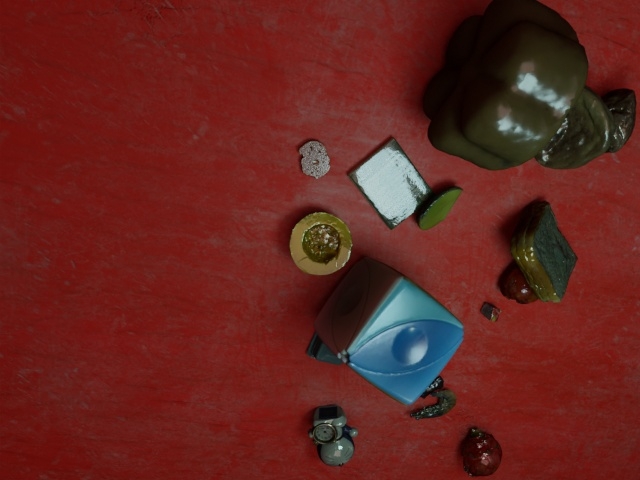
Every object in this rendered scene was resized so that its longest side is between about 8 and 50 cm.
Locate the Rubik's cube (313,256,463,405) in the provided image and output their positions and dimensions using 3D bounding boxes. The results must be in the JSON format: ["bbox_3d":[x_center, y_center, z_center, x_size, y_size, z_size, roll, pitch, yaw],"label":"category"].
[{"bbox_3d":[0.224,0.300,1.653,0.352,0.347,0.352,37,87,-21],"label":"Rubik's cube"}]

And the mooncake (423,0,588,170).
[{"bbox_3d":[0.513,-0.448,1.396,0.262,0.467,0.467,19,107,-19],"label":"mooncake"}]

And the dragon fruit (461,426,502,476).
[{"bbox_3d":[0.705,0.935,2.105,0.172,0.172,0.210,7,101,-12],"label":"dragon fruit"}]

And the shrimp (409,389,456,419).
[{"bbox_3d":[0.478,0.691,2.025,0.217,0.051,0.150,-12,124,-15],"label":"shrimp"}]

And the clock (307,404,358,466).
[{"bbox_3d":[0.056,0.804,1.962,0.199,0.146,0.244,-10,108,0],"label":"clock"}]

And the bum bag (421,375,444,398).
[{"bbox_3d":[0.462,0.617,2.011,0.124,0.034,0.058,-31,106,3],"label":"bum bag"}]

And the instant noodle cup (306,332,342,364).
[{"bbox_3d":[0.048,0.399,1.845,0.157,0.070,0.179,17,106,-17],"label":"instant noodle cup"}]

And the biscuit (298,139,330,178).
[{"bbox_3d":[-0.020,-0.269,1.602,0.102,0.019,0.131,-19,112,-2],"label":"biscuit"}]

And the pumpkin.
[{"bbox_3d":[0.001,0.004,1.674,0.217,0.110,0.218,0,100,-2],"label":"pumpkin"}]

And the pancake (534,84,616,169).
[{"bbox_3d":[0.815,-0.375,1.591,0.049,0.294,0.295,-29,120,-41],"label":"pancake"}]

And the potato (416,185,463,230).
[{"bbox_3d":[0.414,-0.124,1.703,0.119,0.054,0.198,21,115,-43],"label":"potato"}]

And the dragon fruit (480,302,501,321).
[{"bbox_3d":[0.678,0.282,1.893,0.060,0.083,0.056,19,102,-18],"label":"dragon fruit"}]

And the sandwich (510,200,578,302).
[{"bbox_3d":[0.811,0.045,1.742,0.099,0.271,0.301,-14,121,46],"label":"sandwich"}]

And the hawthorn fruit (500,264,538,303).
[{"bbox_3d":[0.773,0.156,1.833,0.148,0.148,0.172,15,92,-14],"label":"hawthorn fruit"}]

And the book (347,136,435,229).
[{"bbox_3d":[0.249,-0.193,1.670,0.202,0.027,0.264,-39,111,6],"label":"book"}]

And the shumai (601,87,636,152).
[{"bbox_3d":[0.939,-0.419,1.607,0.185,0.184,0.218,14,102,-16],"label":"shumai"}]
